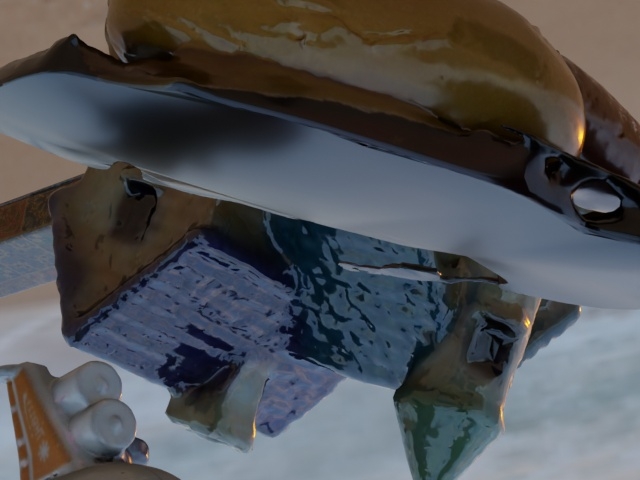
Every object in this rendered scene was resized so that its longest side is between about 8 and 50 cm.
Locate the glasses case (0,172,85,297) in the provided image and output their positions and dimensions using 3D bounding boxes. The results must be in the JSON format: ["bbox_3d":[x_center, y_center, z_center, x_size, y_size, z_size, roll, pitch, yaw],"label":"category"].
[{"bbox_3d":[-0.213,-0.008,1.508,0.218,0.049,0.075,-17,145,36],"label":"glasses case"}]

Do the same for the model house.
[{"bbox_3d":[0.000,0.000,1.176,0.312,0.280,0.245,15,169,43],"label":"model house"}]

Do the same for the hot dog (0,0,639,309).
[{"bbox_3d":[0.026,-0.064,0.845,0.326,0.107,0.194,21,163,-24],"label":"hot dog"}]

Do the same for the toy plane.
[{"bbox_3d":[-0.154,0.184,1.029,0.117,0.244,0.245,12,155,-38],"label":"toy plane"}]
